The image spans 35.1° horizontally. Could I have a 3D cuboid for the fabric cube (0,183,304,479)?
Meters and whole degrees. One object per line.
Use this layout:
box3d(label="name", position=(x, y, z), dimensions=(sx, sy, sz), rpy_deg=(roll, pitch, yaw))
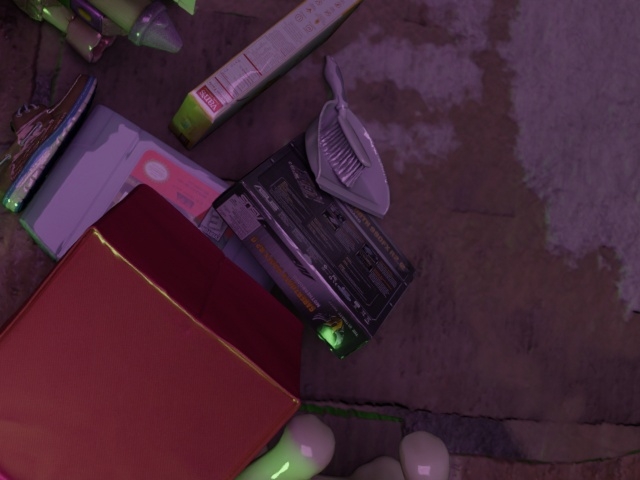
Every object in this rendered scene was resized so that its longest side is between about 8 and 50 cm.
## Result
box3d(label="fabric cube", position=(-0.190, 0.129, 1.029), dimensions=(0.259, 0.258, 0.254), rpy_deg=(42, 99, -8))

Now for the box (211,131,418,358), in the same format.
box3d(label="box", position=(0.000, 0.000, 1.190), dimensions=(0.231, 0.056, 0.183), rpy_deg=(50, 31, -5))

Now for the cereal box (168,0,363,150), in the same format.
box3d(label="cereal box", position=(-0.067, -0.207, 1.191), dimensions=(0.240, 0.173, 0.047), rpy_deg=(-42, 96, -15))

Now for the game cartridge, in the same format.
box3d(label="game cartridge", position=(-0.190, -0.003, 1.195), dimensions=(0.294, 0.060, 0.196), rpy_deg=(32, 80, -9))

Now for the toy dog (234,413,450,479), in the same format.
box3d(label="toy dog", position=(-0.003, 0.364, 1.013), dimensions=(0.284, 0.408, 0.395), rpy_deg=(24, 77, -11))

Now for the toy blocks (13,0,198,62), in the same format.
box3d(label="toy blocks", position=(-0.261, -0.262, 1.083), dimensions=(0.260, 0.288, 0.309), rpy_deg=(38, 72, -2))

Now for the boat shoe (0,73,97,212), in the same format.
box3d(label="boat shoe", position=(-0.324, -0.124, 1.164), dimensions=(0.066, 0.066, 0.183), rpy_deg=(33, 76, -8))

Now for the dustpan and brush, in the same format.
box3d(label="dustpan and brush", position=(0.026, -0.142, 1.255), dimensions=(0.147, 0.060, 0.211), rpy_deg=(23, 37, -49))
